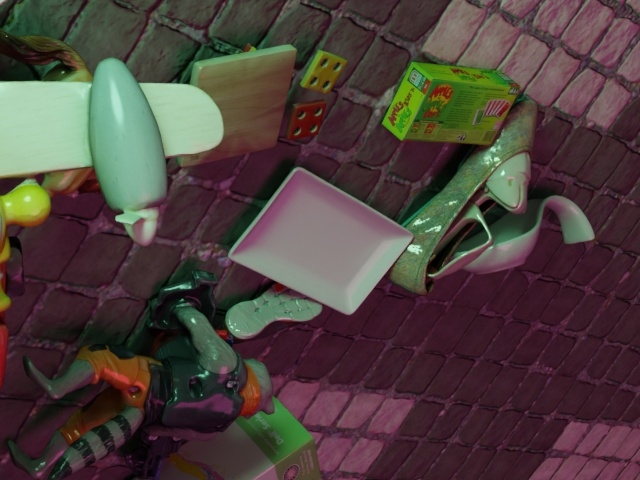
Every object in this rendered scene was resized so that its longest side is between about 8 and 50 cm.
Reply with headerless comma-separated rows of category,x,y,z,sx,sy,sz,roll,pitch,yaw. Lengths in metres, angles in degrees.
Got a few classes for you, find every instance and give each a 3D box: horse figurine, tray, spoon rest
horse figurine,-0.279,-0.113,1.586,0.174,0.066,0.263,-20,140,-24
tray,0.000,0.000,2.002,0.145,0.030,0.270,-52,140,8
spoon rest,0.287,-0.011,2.246,0.276,0.137,0.084,-14,92,-45

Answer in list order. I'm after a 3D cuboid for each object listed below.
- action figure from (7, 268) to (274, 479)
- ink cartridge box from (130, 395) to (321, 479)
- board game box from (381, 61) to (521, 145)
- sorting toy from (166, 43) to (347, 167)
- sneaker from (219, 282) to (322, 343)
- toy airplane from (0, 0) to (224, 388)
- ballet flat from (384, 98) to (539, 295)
action figure,-0.207,0.222,1.907,0.330,0.178,0.341,-11,131,-26
ink cartridge box,-0.171,0.387,2.148,0.353,0.119,0.207,-33,144,-20
board game box,0.170,-0.174,2.006,0.181,0.043,0.092,-1,125,-46
sorting toy,-0.095,-0.160,1.744,0.274,0.046,0.132,-16,135,-35
sneaker,-0.071,0.097,2.035,0.158,0.061,0.065,-14,161,-37
toy airplane,-0.326,-0.069,1.349,0.386,0.272,0.384,-47,118,5
ballet flat,0.214,-0.048,2.122,0.316,0.106,0.107,-49,153,5
